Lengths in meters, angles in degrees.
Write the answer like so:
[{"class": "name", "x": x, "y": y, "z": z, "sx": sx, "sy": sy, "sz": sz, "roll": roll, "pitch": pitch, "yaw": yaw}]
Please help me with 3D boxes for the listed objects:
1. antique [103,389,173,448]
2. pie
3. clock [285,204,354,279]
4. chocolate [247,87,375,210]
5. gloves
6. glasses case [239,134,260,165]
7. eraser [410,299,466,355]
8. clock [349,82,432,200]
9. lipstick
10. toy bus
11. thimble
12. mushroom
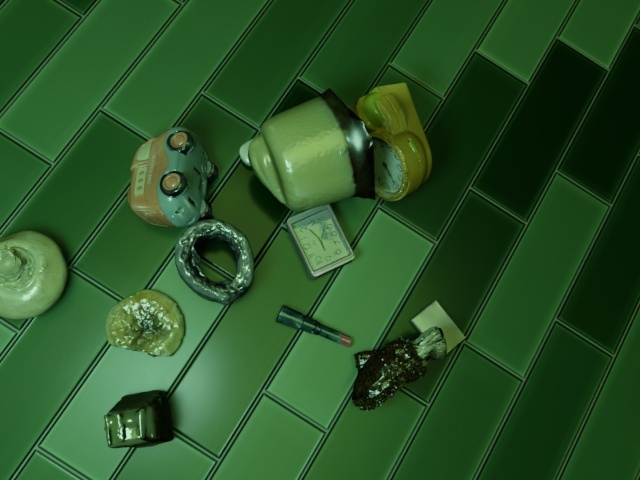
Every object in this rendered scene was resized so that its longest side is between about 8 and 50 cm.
[{"class": "antique", "x": -0.463, "y": 0.467, "z": 1.427, "sx": 0.125, "sy": 0.284, "sz": 0.150, "roll": -9, "pitch": 79, "yaw": -9}, {"class": "pie", "x": -0.495, "y": 0.233, "z": 1.590, "sx": 0.218, "sy": 0.052, "sz": 0.185, "roll": 10, "pitch": 72, "yaw": -7}, {"class": "clock", "x": 0.000, "y": 0.000, "z": 1.693, "sx": 0.150, "sy": 0.063, "sz": 0.197, "roll": -24, "pitch": 82, "yaw": -10}, {"class": "chocolate", "x": -0.035, "y": -0.224, "z": 1.603, "sx": 0.297, "sy": 0.314, "sz": 0.326, "roll": -30, "pitch": 55, "yaw": -14}, {"class": "gloves", "x": 0.208, "y": 0.357, "z": 1.588, "sx": 0.312, "sy": 0.210, "sz": 0.135, "roll": -34, "pitch": 99, "yaw": -19}, {"class": "glasses case", "x": -0.162, "y": -0.300, "z": 1.739, "sx": 0.193, "sy": 0.049, "sz": 0.074, "roll": -32, "pitch": 88, "yaw": -13}, {"class": "eraser", "x": 0.358, "y": 0.271, "z": 1.703, "sx": 0.104, "sy": 0.023, "sz": 0.150, "roll": -37, "pitch": 85, "yaw": -13}, {"class": "clock", "x": 0.208, "y": -0.284, "z": 1.691, "sx": 0.200, "sy": 0.244, "sz": 0.317, "roll": -25, "pitch": 86, "yaw": -27}, {"class": "lipstick", "x": -0.015, "y": 0.260, "z": 1.645, "sx": 0.234, "sy": 0.053, "sz": 0.053, "roll": 24, "pitch": 77, "yaw": -4}, {"class": "toy bus", "x": -0.438, "y": -0.173, "z": 1.604, "sx": 0.232, "sy": 0.194, "sz": 0.288, "roll": -7, "pitch": 65, "yaw": 16}, {"class": "thimble", "x": -0.299, "y": 0.063, "z": 1.594, "sx": 0.217, "sy": 0.157, "sz": 0.245, "roll": -30, "pitch": 84, "yaw": -11}, {"class": "mushroom", "x": -0.814, "y": 0.084, "z": 1.506, "sx": 0.246, "sy": 0.202, "sz": 0.246, "roll": 3, "pitch": 68, "yaw": -8}]
